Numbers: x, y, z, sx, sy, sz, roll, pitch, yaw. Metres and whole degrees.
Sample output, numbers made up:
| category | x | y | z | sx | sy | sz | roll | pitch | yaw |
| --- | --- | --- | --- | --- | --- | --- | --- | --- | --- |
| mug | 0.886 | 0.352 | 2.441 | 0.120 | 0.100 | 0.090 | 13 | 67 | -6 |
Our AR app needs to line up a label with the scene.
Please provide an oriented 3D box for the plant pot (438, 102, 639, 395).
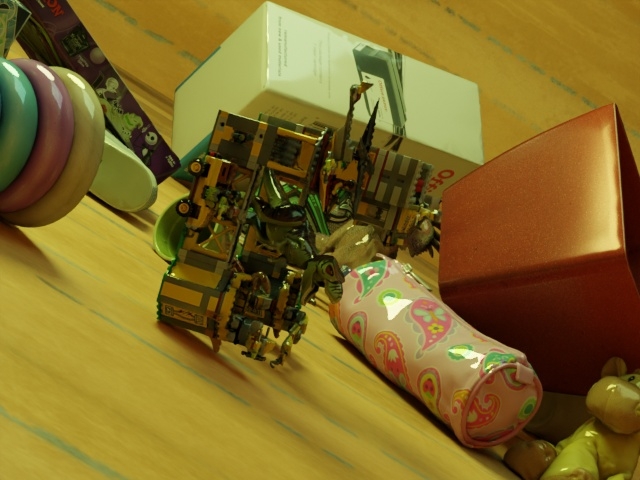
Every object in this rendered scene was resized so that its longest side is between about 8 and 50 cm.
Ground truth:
| category | x | y | z | sx | sy | sz | roll | pitch | yaw |
| --- | --- | --- | --- | --- | --- | --- | --- | --- | --- |
| plant pot | 0.282 | 0.035 | 1.868 | 0.267 | 0.235 | 0.267 | -84 | 154 | -44 |

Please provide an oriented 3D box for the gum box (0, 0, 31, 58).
| category | x | y | z | sx | sy | sz | roll | pitch | yaw |
| --- | --- | --- | --- | --- | --- | --- | --- | --- | --- |
| gum box | -0.383 | -0.190 | 1.383 | 0.184 | 0.157 | 0.041 | 30 | 7 | -34 |

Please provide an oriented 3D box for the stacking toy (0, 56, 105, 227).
| category | x | y | z | sx | sy | sz | roll | pitch | yaw |
| --- | --- | --- | --- | --- | --- | --- | --- | --- | --- |
| stacking toy | -0.328 | -0.110 | 1.192 | 0.141 | 0.141 | 0.330 | 37 | 12 | 38 |

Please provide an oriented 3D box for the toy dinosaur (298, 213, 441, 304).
| category | x | y | z | sx | sy | sz | roll | pitch | yaw |
| --- | --- | --- | --- | --- | --- | --- | --- | --- | --- |
| toy dinosaur | 0.066 | 0.008 | 1.978 | 0.127 | 0.200 | 0.296 | 31 | 5 | -18 |

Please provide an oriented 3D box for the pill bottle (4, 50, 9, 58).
| category | x | y | z | sx | sy | sz | roll | pitch | yaw |
| --- | --- | --- | --- | --- | --- | --- | --- | --- | --- |
| pill bottle | -0.454 | -0.253 | 1.669 | 0.131 | 0.131 | 0.229 | 36 | 6 | 28 |

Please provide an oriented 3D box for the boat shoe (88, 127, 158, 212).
| category | x | y | z | sx | sy | sz | roll | pitch | yaw |
| --- | --- | --- | --- | --- | --- | --- | --- | --- | --- |
| boat shoe | -0.278 | -0.106 | 1.732 | 0.227 | 0.079 | 0.081 | 38 | -3 | 6 |

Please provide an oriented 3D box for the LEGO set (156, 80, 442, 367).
| category | x | y | z | sx | sy | sz | roll | pitch | yaw |
| --- | --- | --- | --- | --- | --- | --- | --- | --- | --- |
| LEGO set | 0.000 | 0.000 | 1.402 | 0.192 | 0.255 | 0.331 | 17 | -5 | 11 |

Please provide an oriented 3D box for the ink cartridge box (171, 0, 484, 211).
| category | x | y | z | sx | sy | sz | roll | pitch | yaw |
| --- | --- | --- | --- | --- | --- | --- | --- | --- | --- |
| ink cartridge box | 0.010 | -0.169 | 2.324 | 0.395 | 0.285 | 0.166 | 18 | 57 | -29 |

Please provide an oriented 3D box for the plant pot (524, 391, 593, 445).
| category | x | y | z | sx | sy | sz | roll | pitch | yaw |
| --- | --- | --- | --- | --- | --- | --- | --- | --- | --- |
| plant pot | 0.346 | 0.170 | 2.047 | 0.191 | 0.284 | 0.284 | -13 | 34 | -32 |

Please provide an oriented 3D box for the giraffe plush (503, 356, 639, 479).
| category | x | y | z | sx | sy | sz | roll | pitch | yaw |
| --- | --- | --- | --- | --- | --- | --- | --- | --- | --- |
| giraffe plush | 0.331 | 0.225 | 1.721 | 0.181 | 0.170 | 0.210 | 34 | 5 | 13 |

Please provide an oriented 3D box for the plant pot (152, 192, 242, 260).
| category | x | y | z | sx | sy | sz | roll | pitch | yaw |
| --- | --- | --- | --- | --- | --- | --- | --- | --- | --- |
| plant pot | -0.124 | 0.003 | 1.638 | 0.083 | 0.083 | 0.079 | 37 | -6 | 40 |

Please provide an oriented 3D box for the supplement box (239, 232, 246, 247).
| category | x | y | z | sx | sy | sz | roll | pitch | yaw |
| --- | --- | --- | --- | --- | --- | --- | --- | --- | --- |
| supplement box | -0.110 | 0.009 | 1.782 | 0.055 | 0.043 | 0.083 | 30 | 5 | -12 |

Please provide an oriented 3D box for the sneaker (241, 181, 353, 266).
| category | x | y | z | sx | sy | sz | roll | pitch | yaw |
| --- | --- | --- | --- | --- | --- | --- | --- | --- | --- |
| sneaker | 0.014 | -0.026 | 2.274 | 0.134 | 0.146 | 0.343 | 35 | 5 | 27 |

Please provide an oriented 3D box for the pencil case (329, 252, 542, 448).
| category | x | y | z | sx | sy | sz | roll | pitch | yaw |
| --- | --- | --- | --- | --- | --- | --- | --- | --- | --- |
| pencil case | 0.124 | 0.121 | 1.740 | 0.124 | 0.124 | 0.284 | 28 | 8 | -42 |

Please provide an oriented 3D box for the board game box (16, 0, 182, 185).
| category | x | y | z | sx | sy | sz | roll | pitch | yaw |
| --- | --- | --- | --- | --- | --- | --- | --- | --- | --- |
| board game box | -0.305 | -0.221 | 1.806 | 0.347 | 0.056 | 0.208 | 56 | -19 | -20 |
